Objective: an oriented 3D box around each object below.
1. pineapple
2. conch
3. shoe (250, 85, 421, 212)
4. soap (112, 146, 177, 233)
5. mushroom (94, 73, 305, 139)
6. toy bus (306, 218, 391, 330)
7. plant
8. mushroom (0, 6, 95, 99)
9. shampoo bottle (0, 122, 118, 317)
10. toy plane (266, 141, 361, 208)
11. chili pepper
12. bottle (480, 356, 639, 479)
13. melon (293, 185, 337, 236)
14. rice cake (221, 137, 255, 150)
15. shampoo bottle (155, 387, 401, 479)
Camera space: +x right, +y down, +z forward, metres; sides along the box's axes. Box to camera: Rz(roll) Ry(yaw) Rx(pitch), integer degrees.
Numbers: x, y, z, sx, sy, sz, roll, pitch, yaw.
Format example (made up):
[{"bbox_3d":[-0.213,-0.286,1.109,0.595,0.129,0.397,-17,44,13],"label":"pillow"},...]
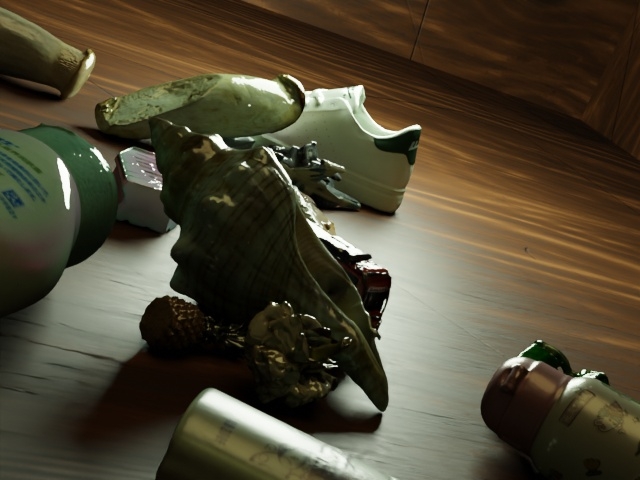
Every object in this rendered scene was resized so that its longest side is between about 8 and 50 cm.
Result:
[{"bbox_3d":[-0.120,0.093,1.324,0.124,0.058,0.058,27,10,-46],"label":"pineapple"},{"bbox_3d":[-0.066,0.026,1.430,0.386,0.169,0.203,62,29,-1],"label":"conch"},{"bbox_3d":[-0.010,-0.190,2.125,0.363,0.160,0.132,27,15,8],"label":"shoe"},{"bbox_3d":[-0.211,-0.064,1.647,0.100,0.056,0.149,20,17,-21],"label":"soap"},{"bbox_3d":[-0.165,-0.195,1.955,0.333,0.107,0.087,-4,49,-39],"label":"mushroom"},{"bbox_3d":[-0.021,0.026,1.564,0.235,0.096,0.073,33,21,31],"label":"toy bus"},{"bbox_3d":[-0.009,0.105,1.284,0.122,0.104,0.116,-13,-14,32],"label":"plant"},{"bbox_3d":[-0.448,-0.281,1.926,0.247,0.108,0.096,21,57,-3],"label":"mushroom"},{"bbox_3d":[-0.310,-0.023,1.225,0.221,0.151,0.349,22,16,14],"label":"shampoo bottle"},{"bbox_3d":[-0.019,-0.095,1.955,0.192,0.088,0.262,2,-4,38],"label":"toy plane"},{"bbox_3d":[0.257,0.169,1.569,0.108,0.062,0.216,27,16,32],"label":"chili pepper"},{"bbox_3d":[0.286,0.209,1.382,0.253,0.120,0.120,29,17,19],"label":"bottle"},{"bbox_3d":[-0.006,-0.005,1.786,0.098,0.054,0.182,34,12,-22],"label":"melon"},{"bbox_3d":[-0.146,-0.137,2.002,0.042,0.030,0.180,24,16,12],"label":"rice cake"},{"bbox_3d":[0.051,0.228,1.072,0.359,0.078,0.134,25,13,4],"label":"shampoo bottle"}]
